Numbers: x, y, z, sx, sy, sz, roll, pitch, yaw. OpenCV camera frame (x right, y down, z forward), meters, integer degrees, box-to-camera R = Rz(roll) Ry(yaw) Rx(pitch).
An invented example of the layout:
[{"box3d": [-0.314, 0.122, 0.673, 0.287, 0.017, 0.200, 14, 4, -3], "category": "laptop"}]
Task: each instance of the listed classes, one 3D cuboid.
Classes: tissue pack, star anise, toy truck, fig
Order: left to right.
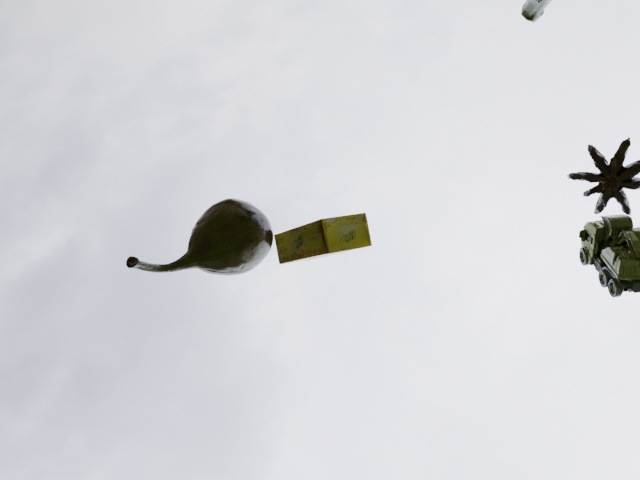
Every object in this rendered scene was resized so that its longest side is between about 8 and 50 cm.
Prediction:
[{"box3d": [-0.178, 0.014, 0.770, 0.124, 0.124, 0.236, 16, -150, 40], "category": "fig"}, {"box3d": [0.000, 0.000, 0.911, 0.176, 0.095, 0.062, -17, -96, 57], "category": "tissue pack"}, {"box3d": [0.497, -0.106, 0.862, 0.141, 0.042, 0.141, 10, -69, 27], "category": "star anise"}, {"box3d": [0.547, 0.017, 0.929, 0.085, 0.116, 0.191, -6, -157, 7], "category": "toy truck"}]

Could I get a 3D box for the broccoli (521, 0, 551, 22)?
[{"box3d": [0.606, -0.690, 1.336, 0.145, 0.304, 0.165, -7, -105, -2], "category": "broccoli"}]
